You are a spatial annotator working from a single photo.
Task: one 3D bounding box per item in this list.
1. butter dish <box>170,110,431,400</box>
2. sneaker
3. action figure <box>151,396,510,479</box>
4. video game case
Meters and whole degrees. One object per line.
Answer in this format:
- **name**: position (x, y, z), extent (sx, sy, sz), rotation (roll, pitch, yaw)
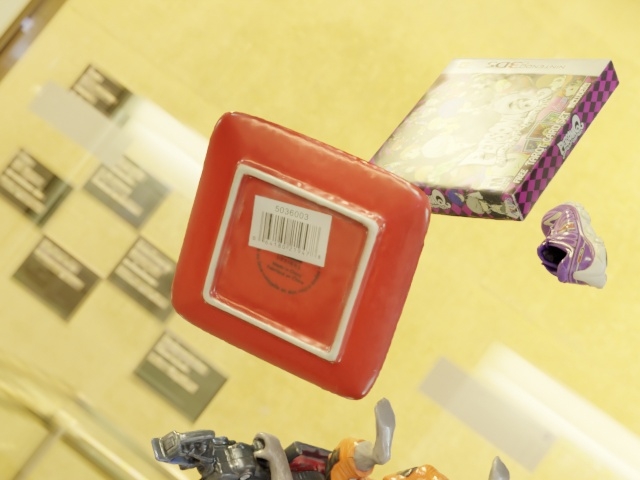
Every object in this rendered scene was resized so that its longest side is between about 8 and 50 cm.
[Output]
- **butter dish**: position (0.000, 0.000, 0.903), extent (0.160, 0.160, 0.118), rotation (24, 23, 17)
- **sneaker**: position (0.280, 0.002, 1.537), extent (0.071, 0.068, 0.170), rotation (-1, 21, -5)
- **action figure**: position (-0.013, 0.288, 1.430), extent (0.341, 0.330, 0.178), rotation (18, 50, -42)
- **video game case**: position (0.177, -0.115, 1.421), extent (0.210, 0.232, 0.042), rotation (7, -44, 41)
